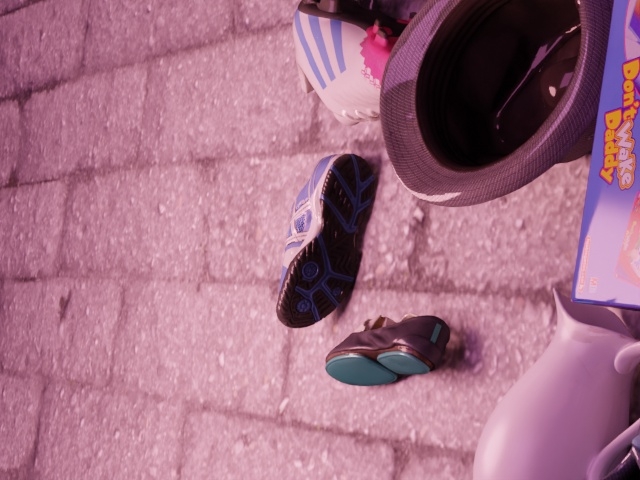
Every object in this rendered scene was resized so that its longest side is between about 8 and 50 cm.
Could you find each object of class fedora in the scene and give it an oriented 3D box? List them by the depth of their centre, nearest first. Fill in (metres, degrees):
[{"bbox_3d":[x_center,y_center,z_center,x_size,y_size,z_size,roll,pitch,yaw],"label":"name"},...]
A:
[{"bbox_3d":[0.194,-0.147,1.496,0.275,0.124,0.243,-41,51,35],"label":"fedora"}]

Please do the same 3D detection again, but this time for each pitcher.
[{"bbox_3d":[0.223,0.164,1.369,0.207,0.125,0.178,-67,25,4],"label":"pitcher"}]

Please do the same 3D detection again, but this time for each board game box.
[{"bbox_3d":[0.326,-0.108,1.280,0.233,0.078,0.347,7,87,60],"label":"board game box"}]

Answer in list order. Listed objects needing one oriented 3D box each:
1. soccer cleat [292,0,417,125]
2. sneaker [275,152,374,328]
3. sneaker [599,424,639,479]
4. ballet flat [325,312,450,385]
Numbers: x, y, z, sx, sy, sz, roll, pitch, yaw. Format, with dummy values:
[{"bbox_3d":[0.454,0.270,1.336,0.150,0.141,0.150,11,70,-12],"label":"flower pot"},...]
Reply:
[{"bbox_3d":[0.069,-0.181,1.745,0.331,0.116,0.143,-141,49,-57],"label":"soccer cleat"},{"bbox_3d":[0.000,0.000,1.831,0.081,0.080,0.211,24,93,64],"label":"sneaker"},{"bbox_3d":[0.305,0.170,1.232,0.262,0.125,0.104,-53,45,38],"label":"sneaker"},{"bbox_3d":[0.075,0.112,1.688,0.203,0.074,0.074,-20,65,62],"label":"ballet flat"}]
